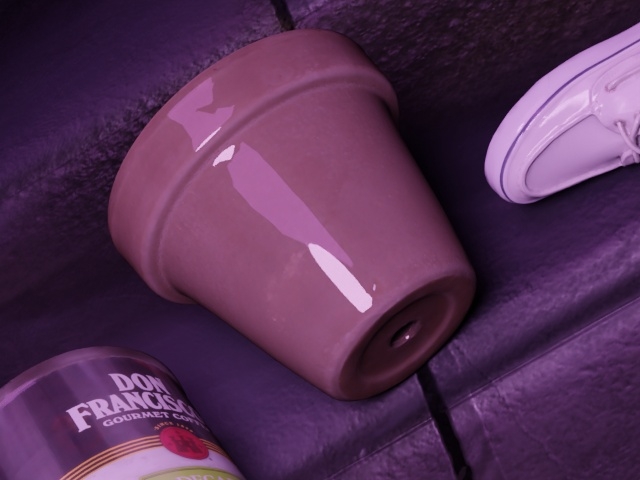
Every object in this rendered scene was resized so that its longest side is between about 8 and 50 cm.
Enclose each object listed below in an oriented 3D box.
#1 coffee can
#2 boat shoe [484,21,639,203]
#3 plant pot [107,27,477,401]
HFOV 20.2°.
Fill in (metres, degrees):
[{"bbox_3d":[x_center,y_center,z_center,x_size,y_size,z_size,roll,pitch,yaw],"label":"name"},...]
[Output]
[{"bbox_3d":[-0.134,0.239,1.345,0.201,0.201,0.275,-42,46,0],"label":"coffee can"},{"bbox_3d":[0.256,-0.106,1.423,0.267,0.096,0.088,-31,41,-1],"label":"boat shoe"},{"bbox_3d":[0.000,0.000,1.431,0.263,0.263,0.229,-42,64,0],"label":"plant pot"}]
